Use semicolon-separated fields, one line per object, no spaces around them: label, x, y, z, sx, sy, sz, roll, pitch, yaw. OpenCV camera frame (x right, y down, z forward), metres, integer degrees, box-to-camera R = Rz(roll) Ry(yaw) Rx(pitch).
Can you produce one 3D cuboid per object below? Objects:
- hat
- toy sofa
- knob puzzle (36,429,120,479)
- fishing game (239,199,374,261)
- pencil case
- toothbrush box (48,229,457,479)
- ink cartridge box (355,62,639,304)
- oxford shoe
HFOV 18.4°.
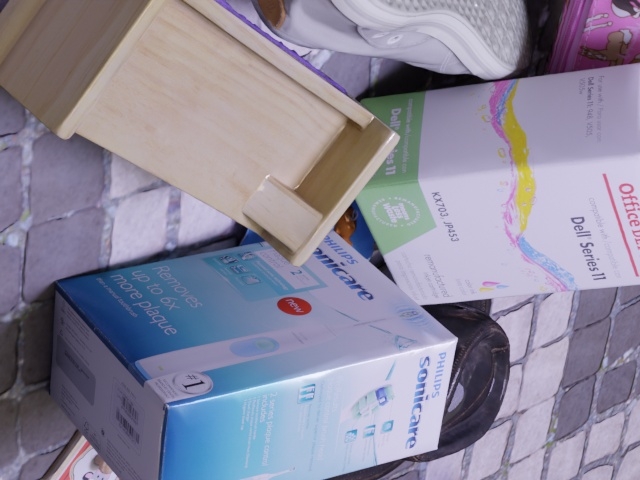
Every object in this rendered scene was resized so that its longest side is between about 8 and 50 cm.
hat;0.113;0.157;2.104;0.331;0.134;0.331;-30;136;-34
toy sofa;-0.112;-0.128;1.586;0.150;0.177;0.362;-53;144;5
knob puzzle;-0.215;0.271;1.885;0.213;0.030;0.213;-29;135;-34
fishing game;0.000;0.000;1.918;0.189;0.041;0.264;-19;120;-40
pencil case;0.298;-0.210;1.940;0.386;0.160;0.167;101;5;-46
toothbrush box;-0.062;0.112;1.751;0.296;0.216;0.126;-9;123;-31
ink cartridge box;0.228;-0.052;1.898;0.207;0.353;0.119;62;28;-48
oxford shoe;0.074;-0.229;1.802;0.449;0.130;0.169;1;75;-61
